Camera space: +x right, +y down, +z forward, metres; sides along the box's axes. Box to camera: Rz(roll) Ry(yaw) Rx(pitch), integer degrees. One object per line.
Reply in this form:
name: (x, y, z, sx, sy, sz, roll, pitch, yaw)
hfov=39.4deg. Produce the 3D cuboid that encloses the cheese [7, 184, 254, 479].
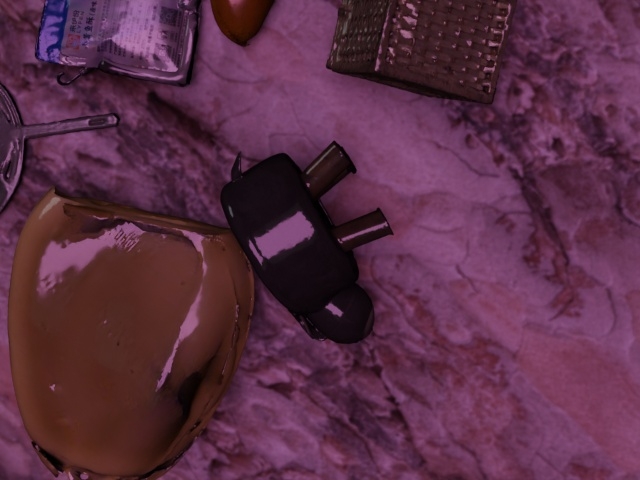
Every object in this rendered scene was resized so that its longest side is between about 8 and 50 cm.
cheese: (-0.208, 0.114, 0.944, 0.259, 0.128, 0.316, 10, 92, 12)

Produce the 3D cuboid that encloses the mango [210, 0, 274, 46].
mango: (-0.077, -0.269, 0.932, 0.077, 0.063, 0.127, 17, 98, -4)

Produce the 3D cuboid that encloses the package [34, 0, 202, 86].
package: (-0.209, -0.262, 0.957, 0.173, 0.027, 0.171, 11, 90, 3)

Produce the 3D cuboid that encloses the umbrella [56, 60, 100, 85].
umbrella: (-0.223, -0.210, 0.978, 0.149, 0.022, 0.022, -30, 55, 0)

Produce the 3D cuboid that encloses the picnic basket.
picnic basket: (0.099, -0.245, 0.869, 0.134, 0.154, 0.196, 10, 97, -20)

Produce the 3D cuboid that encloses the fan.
fan: (-0.403, -0.135, 1.007, 0.294, 0.012, 0.223, -36, 90, 9)

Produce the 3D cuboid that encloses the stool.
stool: (-0.002, -0.005, 0.923, 0.139, 0.153, 0.228, -30, 135, 5)
